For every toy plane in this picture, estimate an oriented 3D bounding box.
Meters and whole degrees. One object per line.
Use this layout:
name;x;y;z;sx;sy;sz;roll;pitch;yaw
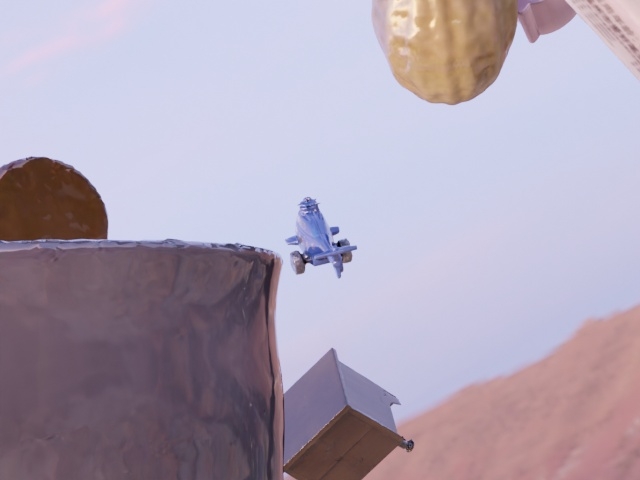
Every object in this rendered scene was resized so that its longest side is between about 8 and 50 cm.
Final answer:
toy plane;0.000;0.000;1.380;0.054;0.062;0.167;-14;16;-7

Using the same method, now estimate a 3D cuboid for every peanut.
peanut;0.136;-0.318;1.738;0.158;0.340;0.174;6;12;35

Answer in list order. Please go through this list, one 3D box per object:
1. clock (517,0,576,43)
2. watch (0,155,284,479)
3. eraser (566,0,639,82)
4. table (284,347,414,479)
clock;0.226;-0.393;1.909;0.290;0.275;0.080;-53;-28;-8
watch;-0.189;0.093;0.808;0.335;0.314;0.327;0;-7;-26
eraser;0.236;-0.168;1.040;0.124;0.210;0.068;-46;9;-11
table;0.017;0.148;1.252;0.082;0.070;0.083;32;-67;-29
